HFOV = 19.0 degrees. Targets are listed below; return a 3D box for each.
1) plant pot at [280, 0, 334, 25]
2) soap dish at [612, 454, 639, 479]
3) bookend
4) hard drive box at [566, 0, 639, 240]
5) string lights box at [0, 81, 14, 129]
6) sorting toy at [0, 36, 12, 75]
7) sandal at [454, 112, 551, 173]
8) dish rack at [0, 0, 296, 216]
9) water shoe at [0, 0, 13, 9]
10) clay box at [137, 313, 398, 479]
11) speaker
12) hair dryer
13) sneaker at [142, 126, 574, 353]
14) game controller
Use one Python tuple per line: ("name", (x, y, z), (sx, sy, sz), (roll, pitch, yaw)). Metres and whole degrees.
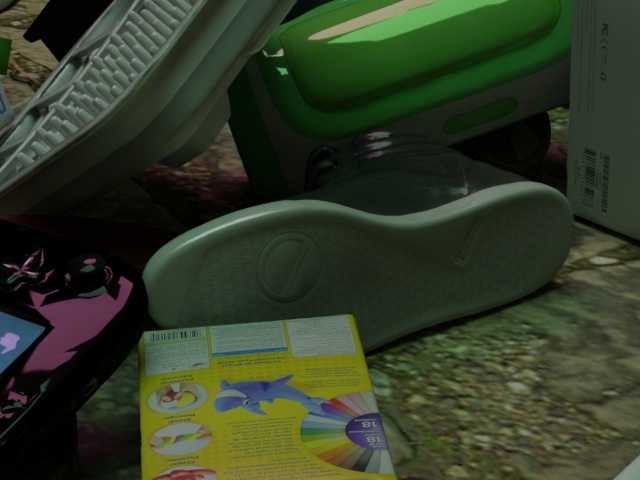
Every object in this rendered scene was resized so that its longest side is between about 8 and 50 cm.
("plant pot", (0.064, -0.279, 1.592), (0.272, 0.271, 0.255), (-24, 30, -38))
("soap dish", (0.249, 0.167, 0.772), (0.291, 0.118, 0.229), (14, 30, 33))
("bookend", (-0.144, -0.169, 1.601), (0.157, 0.156, 0.072), (50, 41, 5))
("hard drive box", (0.271, -0.076, 1.236), (0.089, 0.181, 0.232), (-18, 29, -33))
("string lights box", (-0.361, -0.064, 1.341), (0.260, 0.076, 0.133), (-13, 21, 17))
("sorting toy", (-0.414, -0.184, 1.572), (0.348, 0.047, 0.196), (5, 9, -40))
("sandal", (0.110, -0.098, 1.457), (0.072, 0.049, 0.180), (-42, 47, -17))
("dish rack", (-0.109, -0.113, 1.270), (0.333, 0.072, 0.285), (-26, 25, 55))
("water shoe", (-0.351, -0.251, 1.822), (0.073, 0.080, 0.203), (8, 26, 22))
("clay box", (-0.030, 0.113, 1.005), (0.127, 0.053, 0.222), (-5, 25, -4))
("speaker", (0.077, -0.127, 1.372), (0.297, 0.131, 0.131), (-19, 25, 0))
("hair dryer", (-0.179, 0.065, 1.143), (0.224, 0.080, 0.293), (29, 42, 24))
("sneaker", (0.000, 0.000, 1.204), (0.296, 0.104, 0.147), (-11, 23, -30))
("game controller", (-0.229, 0.092, 0.983), (0.166, 0.067, 0.319), (23, 44, 19))
